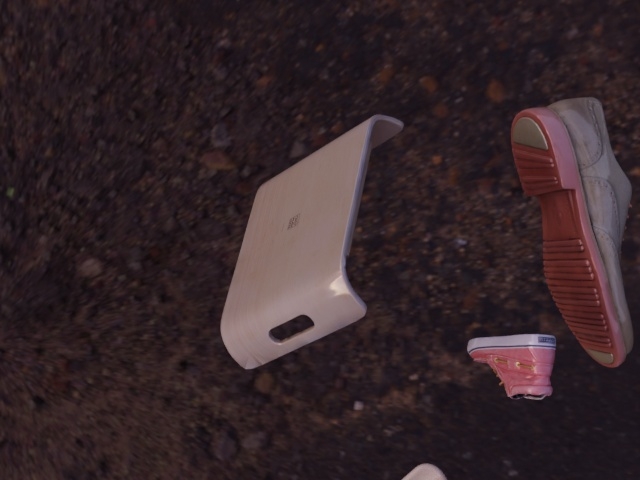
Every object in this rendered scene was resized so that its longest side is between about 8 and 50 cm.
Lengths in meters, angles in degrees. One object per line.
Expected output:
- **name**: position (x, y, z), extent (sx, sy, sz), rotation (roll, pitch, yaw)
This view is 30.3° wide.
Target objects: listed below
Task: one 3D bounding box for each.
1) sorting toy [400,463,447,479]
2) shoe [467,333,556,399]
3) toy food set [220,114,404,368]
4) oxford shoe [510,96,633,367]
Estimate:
- **sorting toy**: position (0.075, 0.345, 1.165), extent (0.193, 0.208, 0.038), rotation (-44, 126, 12)
- **shoe**: position (0.251, 0.171, 1.578), extent (0.063, 0.178, 0.081), rotation (8, 79, -23)
- **toy food set**: position (0.000, 0.000, 1.489), extent (0.092, 0.219, 0.306), rotation (36, 47, -28)
- **oxford shoe**: position (0.401, -0.014, 1.700), extent (0.146, 0.140, 0.397), rotation (-20, 102, -22)
